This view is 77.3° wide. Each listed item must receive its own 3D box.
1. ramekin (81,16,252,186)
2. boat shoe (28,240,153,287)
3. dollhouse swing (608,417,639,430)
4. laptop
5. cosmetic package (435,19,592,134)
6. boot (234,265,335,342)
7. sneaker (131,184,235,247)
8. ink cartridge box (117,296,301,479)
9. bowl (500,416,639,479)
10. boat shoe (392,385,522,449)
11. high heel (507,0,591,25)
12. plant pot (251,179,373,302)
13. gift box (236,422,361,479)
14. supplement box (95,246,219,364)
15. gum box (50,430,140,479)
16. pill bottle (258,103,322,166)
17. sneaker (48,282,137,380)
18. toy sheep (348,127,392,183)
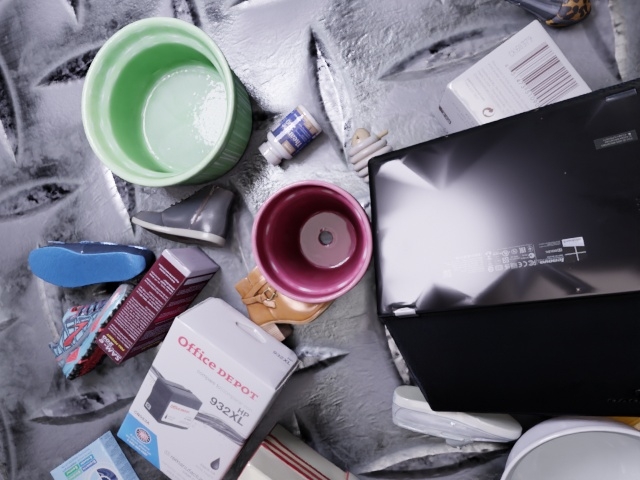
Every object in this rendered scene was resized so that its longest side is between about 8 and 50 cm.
[{"bbox_3d":[-0.284,-0.249,0.786,0.304,0.148,0.303,0,92,11],"label":"ramekin"},{"bbox_3d":[-0.490,0.053,0.869,0.259,0.089,0.108,6,106,5],"label":"boat shoe"},{"bbox_3d":[0.568,0.199,0.561,0.315,0.305,0.346,-39,85,9],"label":"dollhouse swing"},{"bbox_3d":[0.300,0.052,0.595,0.382,0.236,0.407,-12,70,28],"label":"laptop"},{"bbox_3d":[0.302,-0.216,0.659,0.151,0.184,0.151,-35,85,9],"label":"cosmetic package"},{"bbox_3d":[-0.068,0.101,0.794,0.197,0.073,0.152,-35,85,9],"label":"boot"},{"bbox_3d":[-0.281,-0.059,0.838,0.222,0.083,0.118,10,75,17],"label":"sneaker"},{"bbox_3d":[-0.218,0.303,0.776,0.223,0.129,0.307,34,107,9],"label":"ink cartridge box"},{"bbox_3d":[0.443,0.406,0.665,0.298,0.134,0.297,2,100,14],"label":"bowl"},{"bbox_3d":[0.245,0.338,0.745,0.228,0.079,0.081,9,100,16],"label":"boat shoe"},{"bbox_3d":[0.399,-0.508,0.703,0.186,0.093,0.261,14,81,-12],"label":"high heel"},{"bbox_3d":[0.000,0.000,0.724,0.202,0.180,0.201,0,91,11],"label":"plant pot"},{"bbox_3d":[-0.063,0.539,0.719,0.258,0.255,0.276,31,91,10],"label":"gift box"},{"bbox_3d":[-0.326,0.126,0.815,0.073,0.130,0.239,40,97,8],"label":"supplement box"},{"bbox_3d":[-0.495,0.554,0.903,0.157,0.041,0.184,-36,84,9],"label":"gum box"},{"bbox_3d":[-0.061,-0.203,0.787,0.120,0.067,0.067,-40,84,9],"label":"pill bottle"},{"bbox_3d":[-0.498,0.177,0.863,0.125,0.104,0.262,43,98,9],"label":"sneaker"},{"bbox_3d":[0.101,-0.151,0.751,0.091,0.091,0.132,-31,91,10],"label":"toy sheep"}]
